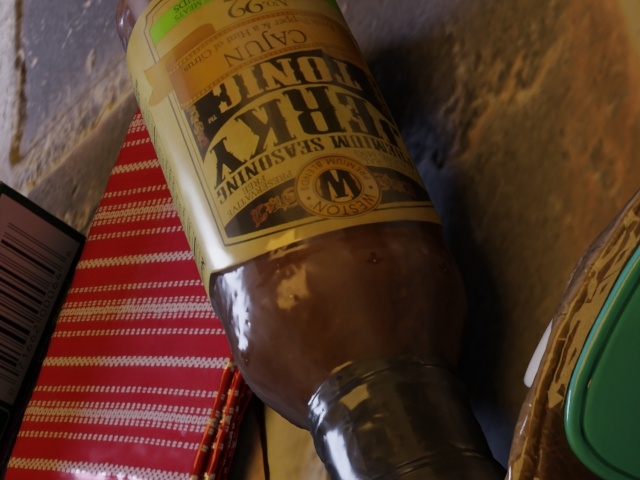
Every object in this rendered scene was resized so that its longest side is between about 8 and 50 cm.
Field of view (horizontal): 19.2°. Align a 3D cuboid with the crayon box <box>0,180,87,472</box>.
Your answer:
[{"bbox_3d":[-0.345,0.118,1.134,0.313,0.106,0.363,13,75,32],"label":"crayon box"}]

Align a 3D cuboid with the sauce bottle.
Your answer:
[{"bbox_3d":[0.000,0.000,0.835,0.111,0.111,0.344,-45,47,23],"label":"sauce bottle"}]

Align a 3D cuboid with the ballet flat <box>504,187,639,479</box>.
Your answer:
[{"bbox_3d":[0.103,0.098,0.659,0.124,0.116,0.342,173,117,-74],"label":"ballet flat"}]

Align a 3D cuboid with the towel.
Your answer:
[{"bbox_3d":[-0.079,0.033,1.003,0.199,0.031,0.275,-5,62,52],"label":"towel"}]
